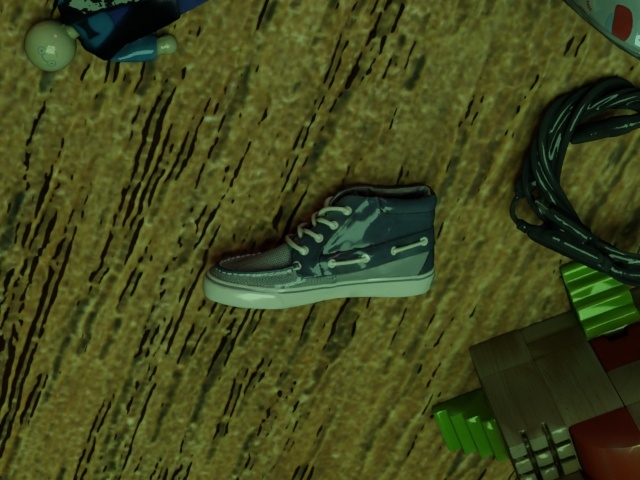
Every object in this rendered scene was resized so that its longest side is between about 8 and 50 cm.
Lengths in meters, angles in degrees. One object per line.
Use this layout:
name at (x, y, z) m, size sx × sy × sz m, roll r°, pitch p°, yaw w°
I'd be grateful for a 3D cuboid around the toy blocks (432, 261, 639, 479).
toy blocks at (0.294, 0.144, 1.109) m, size 0.381 × 0.261 × 0.190 m, roll -21°, pitch 120°, yaw 3°

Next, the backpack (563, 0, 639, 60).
backpack at (0.280, -0.205, 0.920) m, size 0.263 × 0.276 × 0.213 m, roll 13°, pitch 121°, yaw -23°

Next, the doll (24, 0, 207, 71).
doll at (-0.133, -0.181, 0.983) m, size 0.189 × 0.046 × 0.129 m, roll -30°, pitch 129°, yaw 16°

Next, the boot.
boot at (0.000, 0.000, 1.101) m, size 0.190 × 0.069 × 0.086 m, roll -5°, pitch 113°, yaw -15°

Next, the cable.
cable at (0.252, -0.042, 1.101) m, size 0.185 × 0.047 × 0.150 m, roll 24°, pitch 97°, yaw 4°
